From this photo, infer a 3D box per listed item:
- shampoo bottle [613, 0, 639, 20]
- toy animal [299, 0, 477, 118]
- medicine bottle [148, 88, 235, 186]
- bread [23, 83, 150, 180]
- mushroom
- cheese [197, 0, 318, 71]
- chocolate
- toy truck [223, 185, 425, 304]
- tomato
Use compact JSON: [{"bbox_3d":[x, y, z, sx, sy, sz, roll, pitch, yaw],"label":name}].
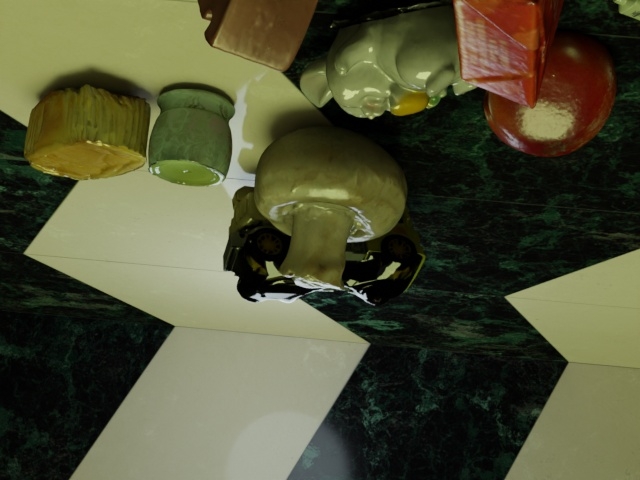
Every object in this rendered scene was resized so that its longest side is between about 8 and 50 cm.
[{"bbox_3d":[0.443,-0.320,1.356,0.141,0.034,0.049,13,166,-18],"label":"shampoo bottle"},{"bbox_3d":[0.103,-0.259,1.461,0.208,0.154,0.325,-10,-173,-20],"label":"toy animal"},{"bbox_3d":[-0.227,-0.182,1.762,0.147,0.143,0.147,6,164,2],"label":"medicine bottle"},{"bbox_3d":[-0.420,-0.197,1.789,0.179,0.133,0.250,22,156,-40],"label":"bread"},{"bbox_3d":[0.014,-0.057,1.827,0.297,0.290,0.297,5,161,2],"label":"mushroom"},{"bbox_3d":[-0.090,-0.316,1.300,0.128,0.177,0.203,16,158,-28],"label":"cheese"},{"bbox_3d":[0.230,-0.312,1.150,0.108,0.237,0.235,11,163,16],"label":"chocolate"},{"bbox_3d":[0.000,0.000,2.074,0.405,0.254,0.180,3,146,-16],"label":"toy truck"},{"bbox_3d":[0.357,-0.207,1.538,0.200,0.139,0.233,-4,159,7],"label":"tomato"}]
